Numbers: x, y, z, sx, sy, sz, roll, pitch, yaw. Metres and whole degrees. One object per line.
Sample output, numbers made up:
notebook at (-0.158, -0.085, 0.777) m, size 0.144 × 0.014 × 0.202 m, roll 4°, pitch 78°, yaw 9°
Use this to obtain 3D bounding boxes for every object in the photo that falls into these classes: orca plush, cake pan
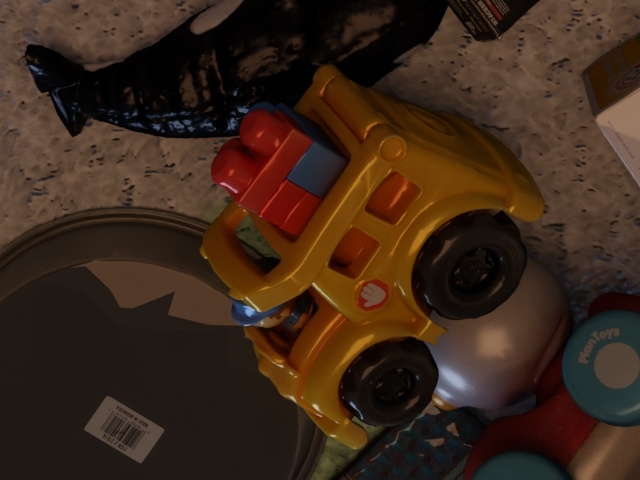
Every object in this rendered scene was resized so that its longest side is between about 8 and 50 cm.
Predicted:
orca plush at (-0.056, -0.125, 1.290) m, size 0.287 × 0.102 × 0.151 m, roll -2°, pitch 110°, yaw 4°
cake pan at (-0.138, 0.122, 1.413) m, size 0.293 × 0.054 × 0.293 m, roll 1°, pitch 111°, yaw 3°

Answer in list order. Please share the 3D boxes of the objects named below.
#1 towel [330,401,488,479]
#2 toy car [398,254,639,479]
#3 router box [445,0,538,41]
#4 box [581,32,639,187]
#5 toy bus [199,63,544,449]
towel at (0.131, 0.311, 1.480) m, size 0.370 × 0.040 × 0.271 m, roll 42°, pitch 106°, yaw -10°
toy car at (0.128, 0.095, 1.334) m, size 0.238 × 0.219 × 0.210 m, roll 36°, pitch 94°, yaw 23°
router box at (0.106, -0.205, 1.267) m, size 0.092 × 0.038 × 0.122 m, roll -42°, pitch 104°, yaw -14°
box at (0.273, -0.046, 1.297) m, size 0.103 × 0.114 × 0.203 m, roll -33°, pitch 104°, yaw 13°
toy bus at (0.000, 0.000, 1.252) m, size 0.211 × 0.149 × 0.220 m, roll 24°, pitch 107°, yaw -37°
